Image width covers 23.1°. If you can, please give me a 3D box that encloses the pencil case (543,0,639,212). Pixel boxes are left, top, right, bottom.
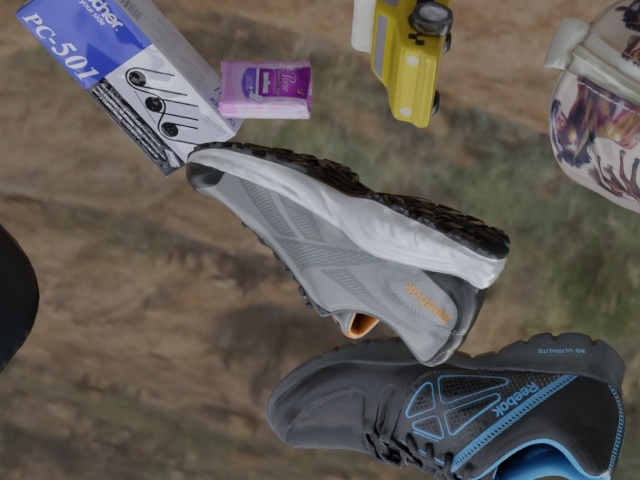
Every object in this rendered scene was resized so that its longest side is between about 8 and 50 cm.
[{"bbox_3d":[0.323,-0.043,1.074,0.183,0.160,0.410,39,180,-40],"label":"pencil case"}]

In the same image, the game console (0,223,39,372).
[{"bbox_3d":[-0.193,0.018,0.377,0.173,0.293,0.250,-14,123,49],"label":"game console"}]

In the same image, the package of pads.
[{"bbox_3d":[-0.049,-0.134,1.399,0.083,0.050,0.032,1,160,3],"label":"package of pads"}]

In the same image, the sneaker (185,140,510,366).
[{"bbox_3d":[0.000,0.000,1.089,0.272,0.108,0.100,26,-166,37],"label":"sneaker"}]

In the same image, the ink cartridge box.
[{"bbox_3d":[-0.170,-0.161,1.426,0.097,0.046,0.207,-28,113,35],"label":"ink cartridge box"}]

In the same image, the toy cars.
[{"bbox_3d":[0.089,-0.289,1.357,0.087,0.393,0.176,10,175,4],"label":"toy cars"}]

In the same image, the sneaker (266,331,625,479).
[{"bbox_3d":[0.110,0.169,1.445,0.341,0.139,0.125,-7,148,16],"label":"sneaker"}]
